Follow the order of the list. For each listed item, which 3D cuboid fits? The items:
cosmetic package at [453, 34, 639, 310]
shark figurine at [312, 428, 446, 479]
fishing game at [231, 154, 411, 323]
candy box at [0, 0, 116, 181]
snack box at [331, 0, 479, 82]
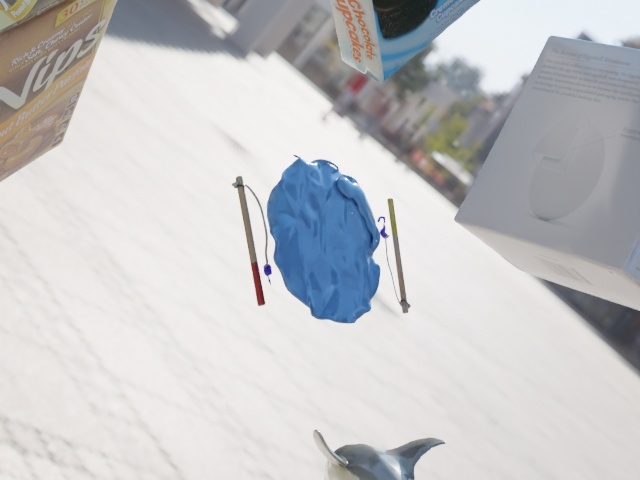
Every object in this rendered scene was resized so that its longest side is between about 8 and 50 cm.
[{"bbox_3d":[0.295,-0.066,1.410,0.224,0.225,0.138,21,-10,48],"label":"cosmetic package"},{"bbox_3d":[0.094,0.253,1.395,0.278,0.116,0.166,42,-21,45],"label":"shark figurine"},{"bbox_3d":[0.000,0.000,1.524,0.264,0.041,0.189,0,76,-50],"label":"fishing game"},{"bbox_3d":[-0.324,-0.178,1.468,0.087,0.183,0.316,45,-39,7],"label":"candy box"},{"bbox_3d":[0.132,-0.306,1.247,0.060,0.322,0.187,33,-26,33],"label":"snack box"}]
